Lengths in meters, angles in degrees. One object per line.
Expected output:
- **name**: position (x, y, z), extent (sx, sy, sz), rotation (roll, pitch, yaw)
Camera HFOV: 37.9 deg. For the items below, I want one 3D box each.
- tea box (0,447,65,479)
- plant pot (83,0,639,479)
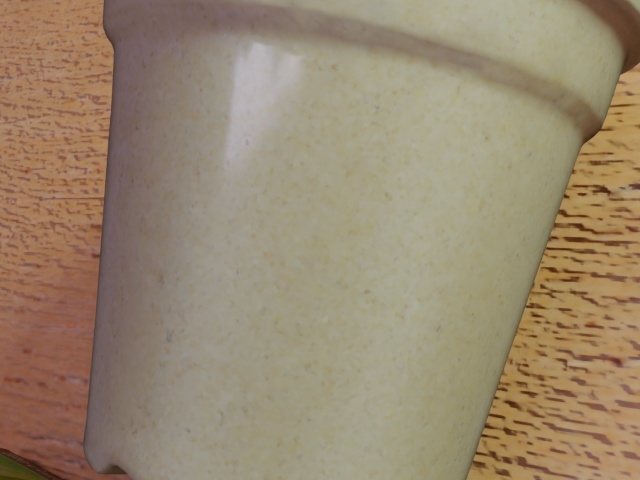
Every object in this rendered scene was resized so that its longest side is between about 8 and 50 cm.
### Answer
- **tea box**: position (-0.289, 0.264, 0.620), extent (0.329, 0.323, 0.219), rotation (12, 78, 39)
- **plant pot**: position (0.000, 0.000, 0.556), extent (0.334, 0.334, 0.305), rotation (9, 86, 40)
